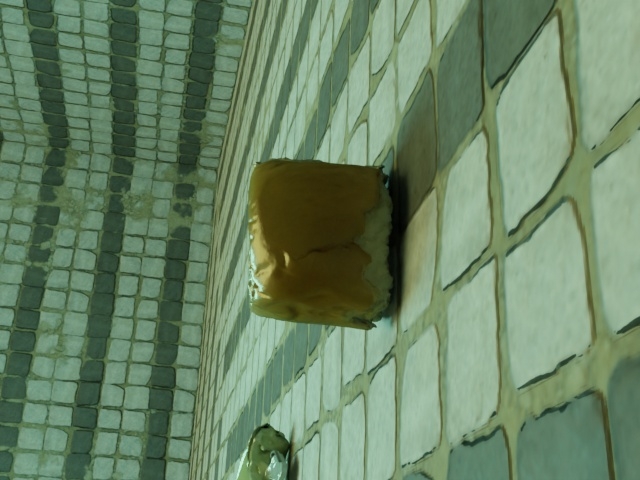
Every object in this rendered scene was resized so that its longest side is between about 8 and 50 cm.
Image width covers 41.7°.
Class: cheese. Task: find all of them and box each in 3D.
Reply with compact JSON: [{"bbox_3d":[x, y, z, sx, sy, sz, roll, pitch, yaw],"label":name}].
[{"bbox_3d":[-0.084,0.325,0.896,0.235,0.050,0.127,-65,22,11],"label":"cheese"}]

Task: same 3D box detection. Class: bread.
[{"bbox_3d":[0.000,-0.001,0.591,0.082,0.106,0.125,132,141,-74],"label":"bread"}]
